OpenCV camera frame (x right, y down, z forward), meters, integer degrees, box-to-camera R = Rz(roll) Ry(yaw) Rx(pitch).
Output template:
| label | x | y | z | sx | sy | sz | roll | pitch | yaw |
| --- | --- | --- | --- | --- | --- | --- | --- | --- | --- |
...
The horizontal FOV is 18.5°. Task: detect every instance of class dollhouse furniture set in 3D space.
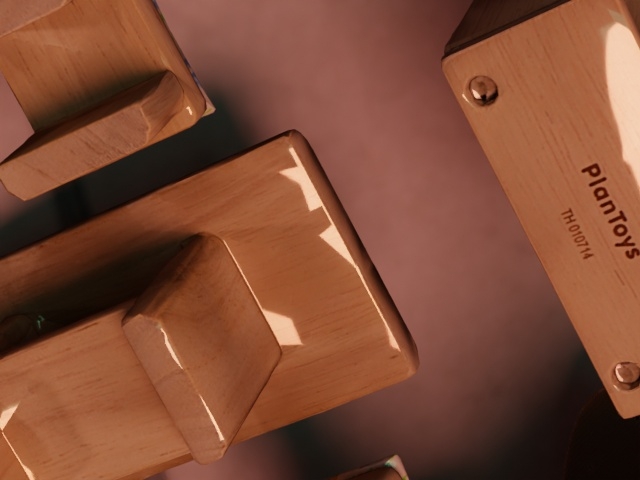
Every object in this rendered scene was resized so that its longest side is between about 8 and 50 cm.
| label | x | y | z | sx | sy | sz | roll | pitch | yaw |
| --- | --- | --- | --- | --- | --- | --- | --- | --- | --- |
| dollhouse furniture set | 0.000 | 0.000 | 0.548 | 0.242 | 0.161 | 0.212 | -23 | 105 | 22 |

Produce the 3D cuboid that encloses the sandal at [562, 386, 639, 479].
| label | x | y | z | sx | sy | sz | roll | pitch | yaw |
| --- | --- | --- | --- | --- | --- | --- | --- | --- | --- |
| sandal | 0.118 | 0.157 | 0.619 | 0.079 | 0.088 | 0.240 | -4 | 105 | -35 |
